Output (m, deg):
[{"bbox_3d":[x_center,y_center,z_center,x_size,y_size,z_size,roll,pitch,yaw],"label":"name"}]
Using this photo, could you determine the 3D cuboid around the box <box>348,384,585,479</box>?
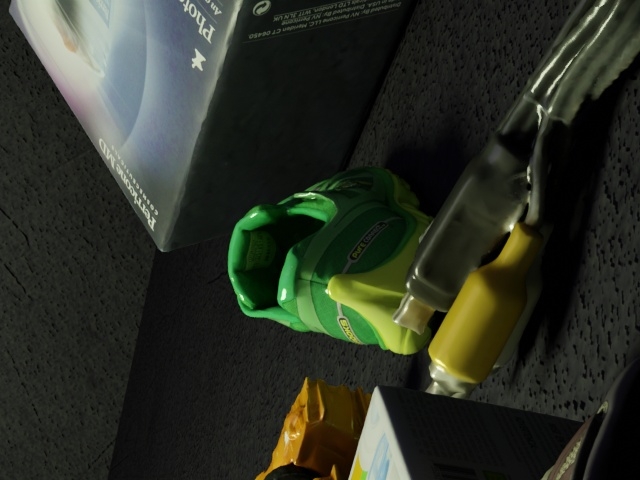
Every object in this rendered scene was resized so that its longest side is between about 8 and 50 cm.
[{"bbox_3d":[0.054,0.182,0.737,0.114,0.103,0.203,-109,33,-69],"label":"box"}]

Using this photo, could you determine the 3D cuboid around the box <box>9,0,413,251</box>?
[{"bbox_3d":[-0.094,-0.203,1.369,0.296,0.183,0.294,55,145,27],"label":"box"}]

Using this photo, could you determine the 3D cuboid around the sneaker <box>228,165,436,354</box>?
[{"bbox_3d":[0.000,0.000,1.141,0.295,0.123,0.109,-148,69,-79],"label":"sneaker"}]

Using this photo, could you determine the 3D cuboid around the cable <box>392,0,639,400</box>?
[{"bbox_3d":[0.118,-0.043,0.848,0.287,0.072,0.139,-58,3,29],"label":"cable"}]

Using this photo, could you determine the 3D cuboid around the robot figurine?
[{"bbox_3d":[-0.017,0.248,1.081,0.211,0.085,0.291,-102,26,-64],"label":"robot figurine"}]

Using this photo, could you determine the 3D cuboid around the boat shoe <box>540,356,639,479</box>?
[{"bbox_3d":[0.113,0.126,0.509,0.285,0.103,0.092,-89,9,-66],"label":"boat shoe"}]
